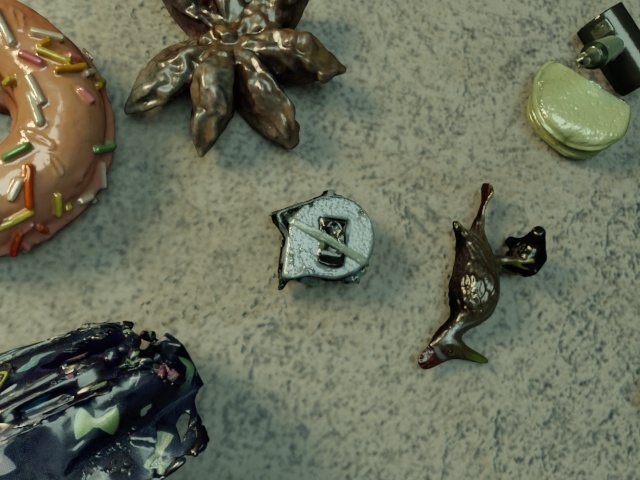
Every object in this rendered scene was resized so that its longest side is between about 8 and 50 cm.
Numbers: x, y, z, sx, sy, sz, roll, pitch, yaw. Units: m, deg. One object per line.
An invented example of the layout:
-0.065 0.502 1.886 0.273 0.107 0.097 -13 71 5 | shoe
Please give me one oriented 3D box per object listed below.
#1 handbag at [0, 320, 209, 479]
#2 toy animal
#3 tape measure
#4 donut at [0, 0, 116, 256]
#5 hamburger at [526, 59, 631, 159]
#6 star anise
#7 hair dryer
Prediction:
-0.209 0.138 0.377 0.260 0.162 0.113 -24 99 -19 | handbag
0.156 0.045 0.555 0.105 0.070 0.202 33 77 5 | toy animal
0.002 -0.001 0.516 0.094 0.054 0.091 -6 86 -14 | tape measure
-0.271 -0.103 0.447 0.199 0.085 0.232 -22 86 -20 | donut
0.282 -0.140 0.627 0.121 0.054 0.084 38 75 -2 | hamburger
-0.070 -0.177 0.524 0.197 0.073 0.212 10 78 -11 | star anise
0.316 -0.203 0.613 0.198 0.057 0.100 -29 86 -45 | hair dryer
